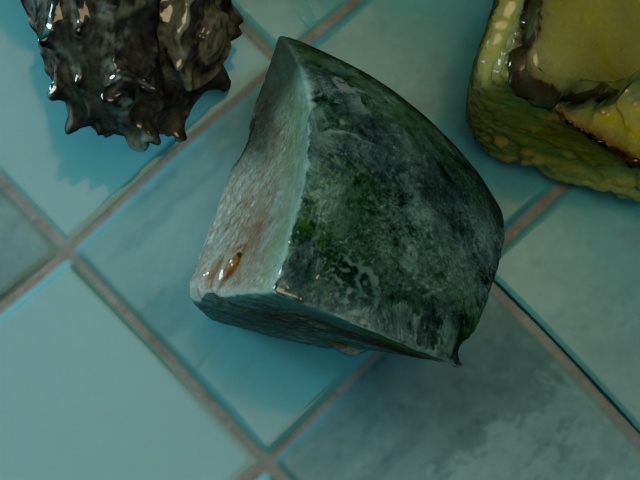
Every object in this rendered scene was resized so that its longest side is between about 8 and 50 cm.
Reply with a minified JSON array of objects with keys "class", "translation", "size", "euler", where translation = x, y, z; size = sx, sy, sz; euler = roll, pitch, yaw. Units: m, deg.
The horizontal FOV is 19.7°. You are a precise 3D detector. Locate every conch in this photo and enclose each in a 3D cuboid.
[{"class":"conch","translation":[-0.146,-0.213,1.559],"size":[0.186,0.240,0.313],"euler":[-22,51,24]}]

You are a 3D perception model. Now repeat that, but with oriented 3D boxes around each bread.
[{"class":"bread","translation":[0.220,-0.165,1.607],"size":[0.262,0.162,0.204],"euler":[35,69,-42]}]

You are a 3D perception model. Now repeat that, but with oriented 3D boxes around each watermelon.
[{"class":"watermelon","translation":[0.000,0.000,1.524],"size":[0.228,0.387,0.258],"euler":[36,118,-21]}]
